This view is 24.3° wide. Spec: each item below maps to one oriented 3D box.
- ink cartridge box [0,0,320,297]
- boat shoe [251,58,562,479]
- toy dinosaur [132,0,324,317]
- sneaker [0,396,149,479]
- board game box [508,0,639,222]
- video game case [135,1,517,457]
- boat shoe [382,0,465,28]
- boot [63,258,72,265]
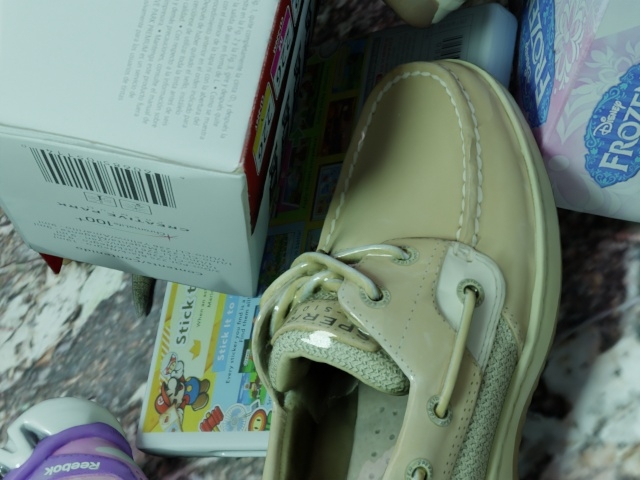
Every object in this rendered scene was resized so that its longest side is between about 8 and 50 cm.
[{"bbox_3d":[-0.061,-0.144,0.748,0.130,0.272,0.309,12,75,2],"label":"ink cartridge box"},{"bbox_3d":[0.027,0.045,0.622,0.109,0.098,0.302,-15,58,41],"label":"boat shoe"},{"bbox_3d":[-0.070,-0.111,0.923,0.160,0.121,0.313,4,65,9],"label":"toy dinosaur"},{"bbox_3d":[-0.160,0.191,0.734,0.104,0.095,0.236,24,72,45],"label":"sneaker"},{"bbox_3d":[0.160,-0.230,0.689,0.318,0.066,0.318,-86,9,-45],"label":"board game box"},{"bbox_3d":[0.000,0.000,0.770,0.206,0.026,0.227,-8,65,42],"label":"video game case"},{"bbox_3d":[0.077,-0.181,0.762,0.095,0.095,0.257,-42,15,21],"label":"boat shoe"},{"bbox_3d":[-0.134,-0.085,1.016,0.152,0.073,0.197,-22,48,16],"label":"boot"}]
